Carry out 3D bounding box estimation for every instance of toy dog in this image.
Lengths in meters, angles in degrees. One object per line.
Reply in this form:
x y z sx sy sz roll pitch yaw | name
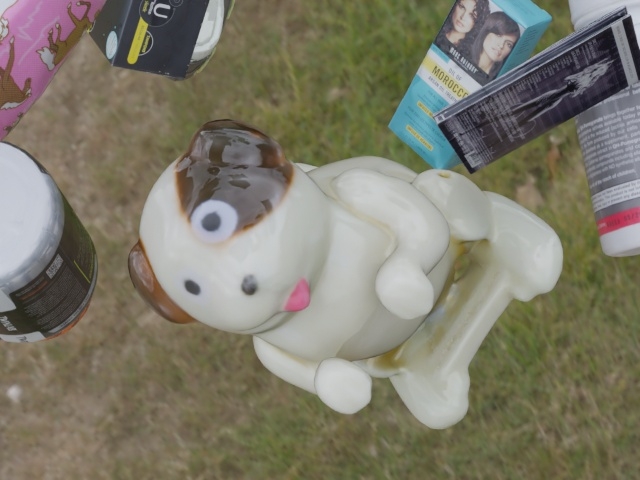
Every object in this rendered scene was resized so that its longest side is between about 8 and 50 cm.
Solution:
0.000 0.000 1.549 0.284 0.408 0.395 -51 53 27 | toy dog

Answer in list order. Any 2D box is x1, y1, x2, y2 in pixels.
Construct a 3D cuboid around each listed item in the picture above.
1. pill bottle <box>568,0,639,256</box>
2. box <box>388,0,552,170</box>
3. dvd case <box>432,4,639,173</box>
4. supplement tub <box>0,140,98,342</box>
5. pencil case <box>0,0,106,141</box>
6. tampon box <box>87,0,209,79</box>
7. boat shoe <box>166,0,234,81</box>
0.383 -0.151 1.667 0.176 0.176 0.319 -13 83 17 | pill bottle
0.181 -0.205 1.773 0.100 0.244 0.060 44 43 18 | box
0.234 -0.154 1.509 0.221 0.164 0.018 -29 67 9 | dvd case
-0.418 0.015 1.928 0.207 0.338 0.207 -1 70 3 | supplement tub
-0.292 -0.206 1.220 0.167 0.160 0.386 19 72 35 | pencil case
-0.222 -0.292 1.793 0.161 0.101 0.120 49 125 53 | tampon box
-0.168 -0.357 2.001 0.109 0.091 0.305 18 57 -10 | boat shoe
